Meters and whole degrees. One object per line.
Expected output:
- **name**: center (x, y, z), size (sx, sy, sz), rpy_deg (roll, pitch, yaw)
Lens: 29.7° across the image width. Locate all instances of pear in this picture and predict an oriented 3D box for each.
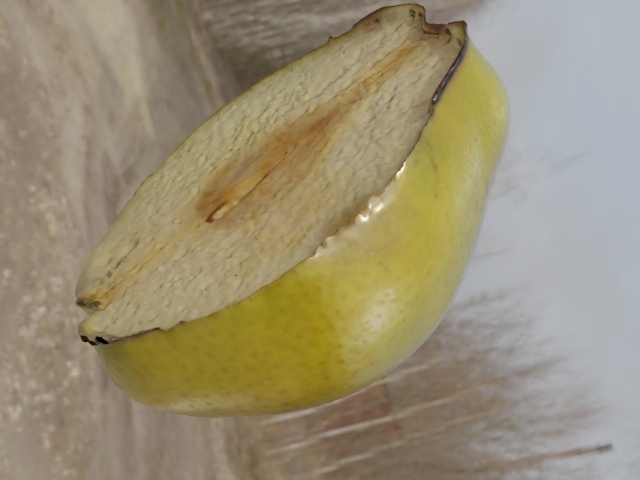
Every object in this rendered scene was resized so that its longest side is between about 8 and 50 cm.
- **pear**: center (0.000, 0.000, 0.993), size (0.191, 0.386, 0.340), rpy_deg (52, 1, -28)
